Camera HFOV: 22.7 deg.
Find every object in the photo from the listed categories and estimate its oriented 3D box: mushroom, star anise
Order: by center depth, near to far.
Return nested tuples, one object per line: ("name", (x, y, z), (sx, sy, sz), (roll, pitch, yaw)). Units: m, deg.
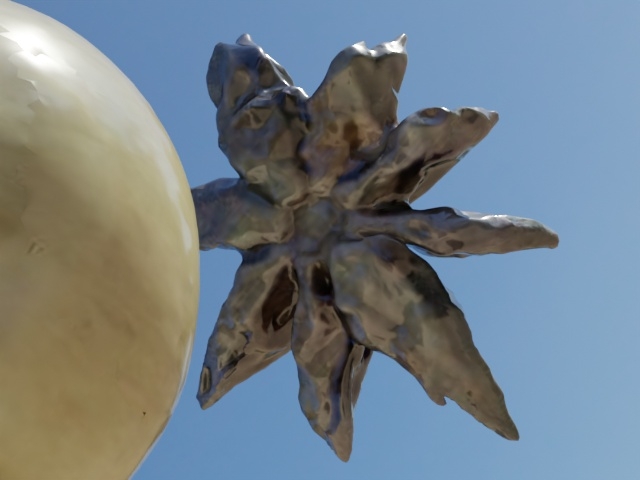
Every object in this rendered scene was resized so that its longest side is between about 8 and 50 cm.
("mushroom", (-0.159, 0.044, 0.502), (0.234, 0.260, 0.254), (63, -147, -54))
("star anise", (0.000, 0.000, 0.660), (0.180, 0.205, 0.061), (-21, -15, 21))
